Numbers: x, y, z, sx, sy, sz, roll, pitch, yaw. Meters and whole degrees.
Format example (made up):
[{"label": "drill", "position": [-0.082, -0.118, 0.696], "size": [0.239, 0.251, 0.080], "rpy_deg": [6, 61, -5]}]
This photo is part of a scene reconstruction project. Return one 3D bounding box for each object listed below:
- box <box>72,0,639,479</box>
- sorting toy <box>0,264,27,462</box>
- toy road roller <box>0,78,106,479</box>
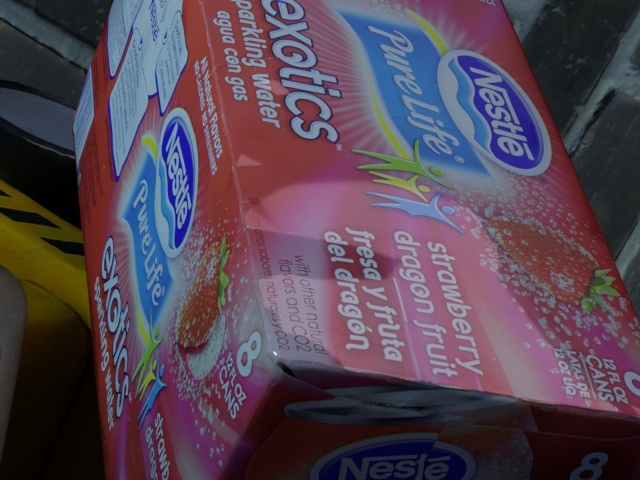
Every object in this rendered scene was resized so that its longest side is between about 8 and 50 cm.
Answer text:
[{"label": "box", "position": [0.000, 0.000, 0.533], "size": [0.122, 0.128, 0.257], "rpy_deg": [10, 38, -21]}, {"label": "sorting toy", "position": [-0.136, 0.076, 0.446], "size": [0.041, 0.229, 0.307], "rpy_deg": [-28, -44, 36]}, {"label": "toy road roller", "position": [-0.108, 0.085, 0.640], "size": [0.329, 0.203, 0.240], "rpy_deg": [31, 15, 18]}]
